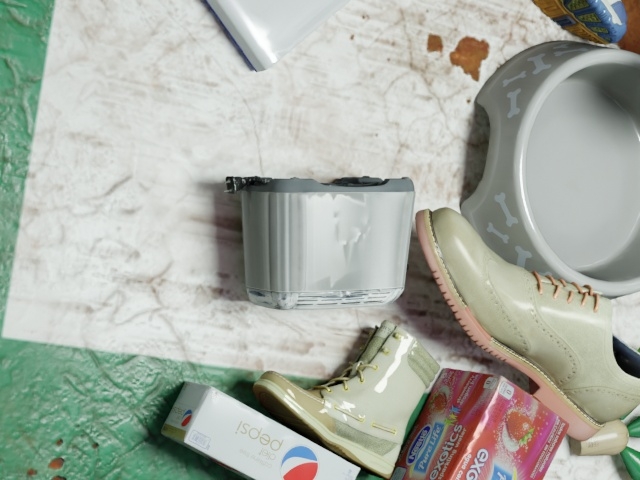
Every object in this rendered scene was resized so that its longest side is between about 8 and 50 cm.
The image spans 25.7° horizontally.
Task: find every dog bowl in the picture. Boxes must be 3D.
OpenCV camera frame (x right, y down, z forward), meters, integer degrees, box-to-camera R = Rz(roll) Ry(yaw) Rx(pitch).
[{"bbox_3d":[0.344,-0.084,1.774,0.349,0.102,0.349,0,90,-28],"label":"dog bowl"}]

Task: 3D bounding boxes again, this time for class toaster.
[{"bbox_3d":[0.000,0.000,1.580,0.227,0.129,0.146,-1,93,-30],"label":"toaster"}]

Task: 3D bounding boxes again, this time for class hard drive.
[{"bbox_3d":[-0.085,-0.380,1.583,0.210,0.040,0.318,-43,108,-21],"label":"hard drive"}]

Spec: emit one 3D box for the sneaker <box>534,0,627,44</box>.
[{"bbox_3d":[0.301,-0.377,1.746,0.296,0.112,0.131,45,70,-21],"label":"sneaker"}]

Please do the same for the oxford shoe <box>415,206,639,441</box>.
[{"bbox_3d":[0.262,0.077,1.679,0.397,0.146,0.140,43,27,-31],"label":"oxford shoe"}]

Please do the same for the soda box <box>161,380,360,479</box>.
[{"bbox_3d":[-0.067,0.236,1.574,0.216,0.074,0.069,33,75,-24],"label":"soda box"}]

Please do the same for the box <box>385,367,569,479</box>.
[{"bbox_3d":[0.166,0.291,1.665,0.122,0.128,0.257,36,74,-24],"label":"box"}]

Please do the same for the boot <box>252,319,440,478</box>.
[{"bbox_3d":[0.034,0.161,1.626,0.213,0.077,0.165,36,75,-28],"label":"boot"}]

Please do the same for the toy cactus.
[{"bbox_3d":[0.415,0.251,1.822,0.180,0.112,0.219,-10,103,-18],"label":"toy cactus"}]
